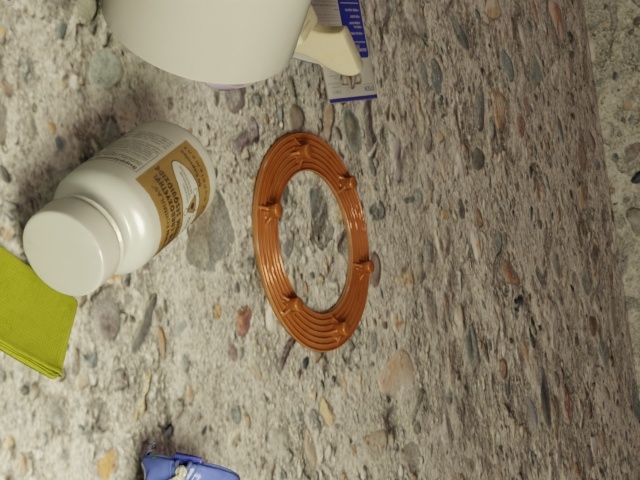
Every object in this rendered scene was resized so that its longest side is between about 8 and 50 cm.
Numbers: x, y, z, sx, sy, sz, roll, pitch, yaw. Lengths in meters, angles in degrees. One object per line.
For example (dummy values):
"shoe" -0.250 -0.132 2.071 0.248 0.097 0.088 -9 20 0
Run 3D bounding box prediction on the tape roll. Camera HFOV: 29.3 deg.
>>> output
"tape roll" -0.125 -0.324 1.454 0.246 0.246 0.169 -56 171 -50

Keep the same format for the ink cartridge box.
"ink cartridge box" -0.003 -0.395 1.910 0.176 0.069 0.371 -18 96 -61

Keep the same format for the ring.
"ring" 0.000 0.000 1.852 0.336 0.032 0.336 20 66 -58

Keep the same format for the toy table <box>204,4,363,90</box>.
"toy table" -0.059 -0.324 1.702 0.252 0.161 0.274 55 38 -39

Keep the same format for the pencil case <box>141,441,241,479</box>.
"pencil case" -0.172 0.382 1.368 0.133 0.119 0.306 80 18 -58

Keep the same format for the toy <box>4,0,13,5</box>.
"toy" -0.372 -0.374 1.275 0.237 0.056 0.137 48 43 -45

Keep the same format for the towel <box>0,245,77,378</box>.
"towel" -0.336 0.053 1.267 0.237 0.021 0.102 45 47 -47

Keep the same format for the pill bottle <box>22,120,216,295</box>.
"pill bottle" -0.224 -0.036 1.371 0.229 0.131 0.131 -47 123 -53
